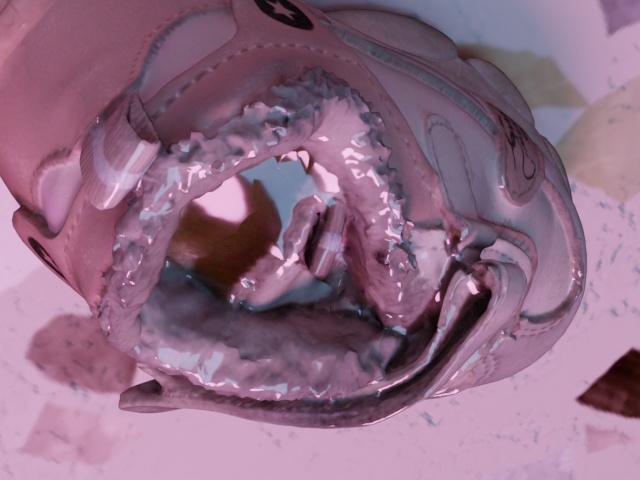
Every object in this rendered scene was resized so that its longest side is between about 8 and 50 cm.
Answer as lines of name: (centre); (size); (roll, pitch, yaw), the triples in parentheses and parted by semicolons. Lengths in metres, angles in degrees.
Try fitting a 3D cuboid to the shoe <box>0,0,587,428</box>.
shoe: (-0.001, 0.002, 0.714); (0.351, 0.198, 0.172); (26, 111, -38)
